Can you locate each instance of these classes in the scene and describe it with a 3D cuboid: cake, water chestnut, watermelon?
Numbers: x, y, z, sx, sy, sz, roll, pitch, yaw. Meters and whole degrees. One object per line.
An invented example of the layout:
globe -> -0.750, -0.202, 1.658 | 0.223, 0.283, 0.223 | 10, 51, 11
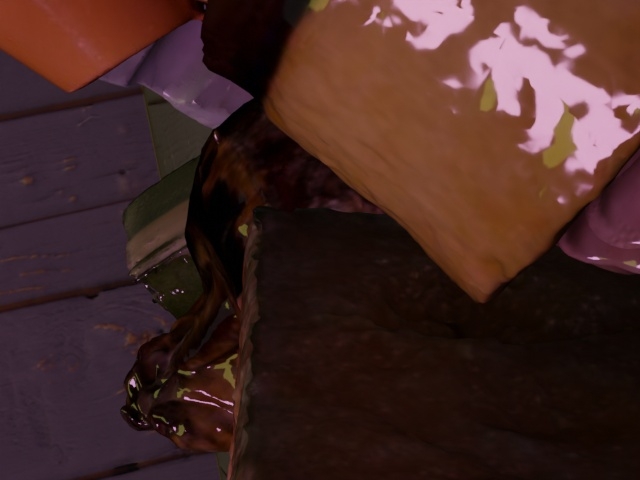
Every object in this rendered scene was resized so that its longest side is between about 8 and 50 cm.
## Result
cake -> 0.093, -0.058, 0.445 | 0.178, 0.207, 0.185 | 43, 119, 10
water chestnut -> 0.016, 0.030, 0.812 | 0.223, 0.238, 0.224 | 157, 90, -81
watermelon -> 0.094, 0.114, 0.499 | 0.302, 0.264, 0.151 | -101, 17, -69
cake -> 0.000, 0.044, 1.387 | 0.283, 0.172, 0.158 | 47, -170, -23

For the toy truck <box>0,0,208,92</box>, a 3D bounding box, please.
toy truck -> -0.053, -0.194, 0.771 | 0.189, 0.239, 0.265 | -133, 46, -81

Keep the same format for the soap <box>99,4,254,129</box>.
soap -> 0.027, -0.178, 1.018 | 0.302, 0.257, 0.159 | -56, 18, 4
